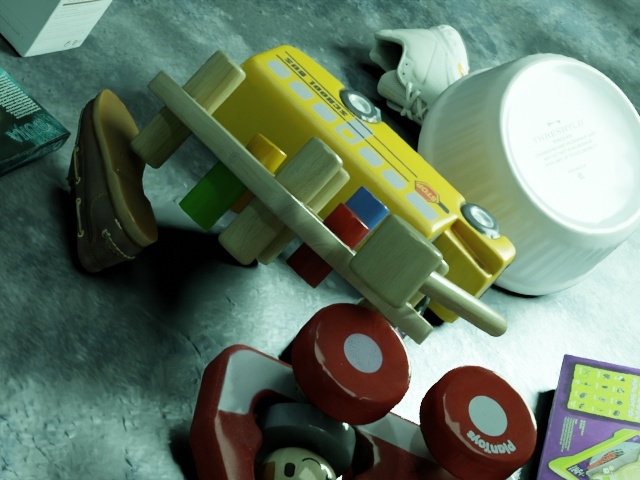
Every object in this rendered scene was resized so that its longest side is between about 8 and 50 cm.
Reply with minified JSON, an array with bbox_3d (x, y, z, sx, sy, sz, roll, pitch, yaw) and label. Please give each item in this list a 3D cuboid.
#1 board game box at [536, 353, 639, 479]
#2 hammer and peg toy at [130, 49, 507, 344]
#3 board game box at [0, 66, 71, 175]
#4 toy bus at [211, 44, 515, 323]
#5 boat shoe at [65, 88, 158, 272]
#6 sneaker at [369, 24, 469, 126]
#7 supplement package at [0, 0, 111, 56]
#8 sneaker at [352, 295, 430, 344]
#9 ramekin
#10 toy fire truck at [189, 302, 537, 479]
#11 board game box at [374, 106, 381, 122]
[{"bbox_3d":[0.319,0.231,1.954,0.208,0.056,0.347,8,27,10],"label":"board game box"},{"bbox_3d":[0.000,0.000,1.775,0.266,0.127,0.361,43,1,-44],"label":"hammer and peg toy"},{"bbox_3d":[-0.321,-0.110,1.801,0.126,0.026,0.186,43,28,7],"label":"board game box"},{"bbox_3d":[0.040,-0.054,2.066,0.333,0.108,0.130,44,29,9],"label":"toy bus"},{"bbox_3d":[-0.201,-0.056,1.816,0.073,0.073,0.207,44,22,-36],"label":"boat shoe"},{"bbox_3d":[0.133,-0.157,2.369,0.121,0.099,0.262,1,43,-27],"label":"sneaker"},{"bbox_3d":[-0.256,-0.285,1.974,0.105,0.179,0.105,46,28,13],"label":"supplement package"},{"bbox_3d":[0.047,0.076,1.915,0.072,0.077,0.178,43,29,10],"label":"sneaker"},{"bbox_3d":[0.252,-0.084,2.228,0.273,0.127,0.272,12,66,-28],"label":"ramekin"},{"bbox_3d":[0.033,0.215,1.619,0.302,0.169,0.254,26,46,-18],"label":"toy fire truck"},{"bbox_3d":[0.030,-0.140,2.274,0.090,0.020,0.090,28,29,-21],"label":"board game box"}]
